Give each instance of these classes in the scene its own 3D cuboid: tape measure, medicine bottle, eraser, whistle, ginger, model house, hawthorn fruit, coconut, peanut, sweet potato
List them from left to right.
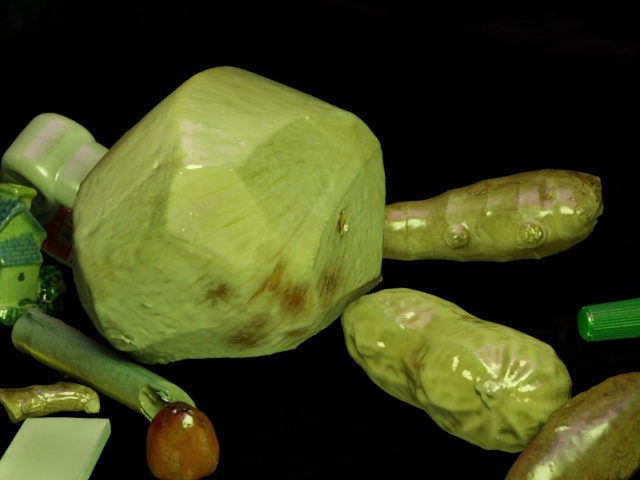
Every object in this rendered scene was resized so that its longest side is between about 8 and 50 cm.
[{"bbox_3d":[-0.452,0.005,1.745,0.214,0.189,0.195,14,15,39],"label":"model house"},{"bbox_3d":[-0.338,0.195,1.512,0.137,0.044,0.057,-4,-8,-21],"label":"ginger"},{"bbox_3d":[-0.305,0.246,1.403,0.103,0.023,0.150,0,22,6],"label":"eraser"},{"bbox_3d":[-0.368,-0.062,1.857,0.265,0.258,0.130,34,61,-4],"label":"tape measure"},{"bbox_3d":[-0.277,0.160,1.561,0.326,0.068,0.057,19,61,42],"label":"whistle"},{"bbox_3d":[-0.153,0.217,1.366,0.081,0.093,0.081,-3,23,1],"label":"hawthorn fruit"},{"bbox_3d":[-0.100,-0.026,1.545,0.415,0.345,0.415,-33,-1,-1],"label":"coconut"},{"bbox_3d":[0.149,0.145,1.448,0.325,0.140,0.153,23,20,40],"label":"peanut"},{"bbox_3d":[0.240,-0.052,1.908,0.375,0.166,0.236,8,33,11],"label":"ginger"},{"bbox_3d":[0.228,0.242,1.257,0.385,0.109,0.109,-30,32,-26],"label":"sweet potato"},{"bbox_3d":[0.468,0.094,1.645,0.260,0.064,0.095,-6,20,-9],"label":"medicine bottle"}]
